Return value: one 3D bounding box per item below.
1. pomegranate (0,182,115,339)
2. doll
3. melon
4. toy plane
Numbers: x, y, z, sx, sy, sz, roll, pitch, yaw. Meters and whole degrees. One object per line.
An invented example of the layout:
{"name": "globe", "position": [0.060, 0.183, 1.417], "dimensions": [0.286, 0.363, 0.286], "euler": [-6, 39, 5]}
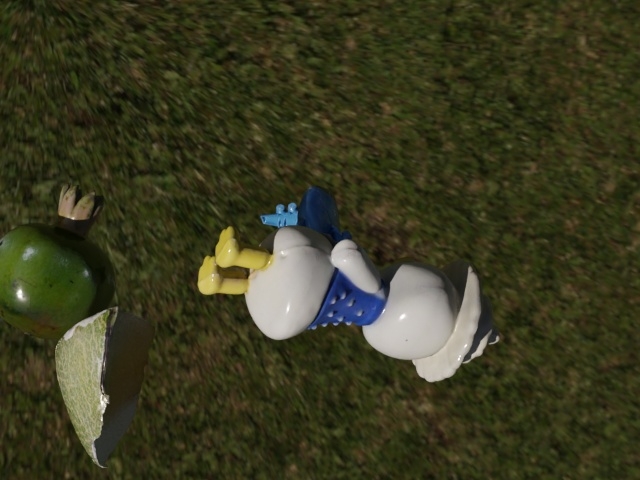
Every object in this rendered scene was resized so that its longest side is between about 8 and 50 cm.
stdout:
{"name": "pomegranate", "position": [-0.373, 0.030, 1.712], "dimensions": [0.187, 0.187, 0.225], "euler": [23, 85, -17]}
{"name": "doll", "position": [0.037, 0.051, 1.084], "dimensions": [0.293, 0.119, 0.138], "euler": [16, 139, -21]}
{"name": "melon", "position": [-0.264, 0.160, 1.426], "dimensions": [0.093, 0.140, 0.202], "euler": [-3, 107, -50]}
{"name": "toy plane", "position": [0.000, 0.000, 1.867], "dimensions": [0.254, 0.271, 0.105], "euler": [28, 76, 22]}
